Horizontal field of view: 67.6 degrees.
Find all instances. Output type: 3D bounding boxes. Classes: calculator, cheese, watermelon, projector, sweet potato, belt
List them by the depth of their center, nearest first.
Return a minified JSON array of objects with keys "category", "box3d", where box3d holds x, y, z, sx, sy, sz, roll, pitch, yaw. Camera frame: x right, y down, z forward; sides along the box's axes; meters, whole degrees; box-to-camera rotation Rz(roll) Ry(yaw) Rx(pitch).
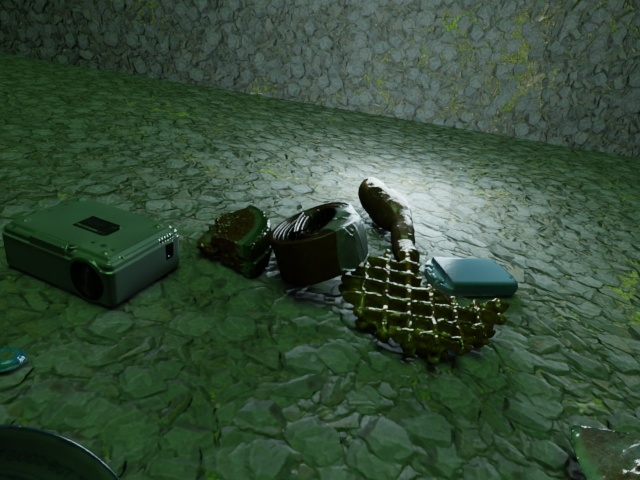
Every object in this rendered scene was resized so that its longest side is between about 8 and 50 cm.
[{"category":"watermelon","box3d":[0.426,0.302,0.607,0.231,0.128,0.146,18,-2,-12]},{"category":"cheese","box3d":[-0.468,0.164,0.668,0.111,0.017,0.047,6,24,-6]},{"category":"projector","box3d":[-0.422,0.008,0.894,0.257,0.099,0.192,18,30,17]},{"category":"belt","box3d":[0.000,0.000,0.981,0.184,0.105,0.261,-13,16,9]},{"category":"calculator","box3d":[0.332,0.079,1.051,0.210,0.039,0.121,2,30,-15]},{"category":"sweet potato","box3d":[0.182,-0.058,1.210,0.109,0.109,0.385,0,33,-16]}]

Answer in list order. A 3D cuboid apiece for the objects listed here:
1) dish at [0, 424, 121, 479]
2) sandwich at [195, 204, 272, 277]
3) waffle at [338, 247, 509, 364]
[{"category":"dish","box3d":[-0.277,0.293,0.350,0.273,0.134,0.273,40,28,-27]},{"category":"sandwich","box3d":[-0.170,-0.019,1.041,0.159,0.079,0.235,11,28,5]},{"category":"waffle","box3d":[0.178,0.123,0.894,0.260,0.069,0.293,-21,39,-38]}]
